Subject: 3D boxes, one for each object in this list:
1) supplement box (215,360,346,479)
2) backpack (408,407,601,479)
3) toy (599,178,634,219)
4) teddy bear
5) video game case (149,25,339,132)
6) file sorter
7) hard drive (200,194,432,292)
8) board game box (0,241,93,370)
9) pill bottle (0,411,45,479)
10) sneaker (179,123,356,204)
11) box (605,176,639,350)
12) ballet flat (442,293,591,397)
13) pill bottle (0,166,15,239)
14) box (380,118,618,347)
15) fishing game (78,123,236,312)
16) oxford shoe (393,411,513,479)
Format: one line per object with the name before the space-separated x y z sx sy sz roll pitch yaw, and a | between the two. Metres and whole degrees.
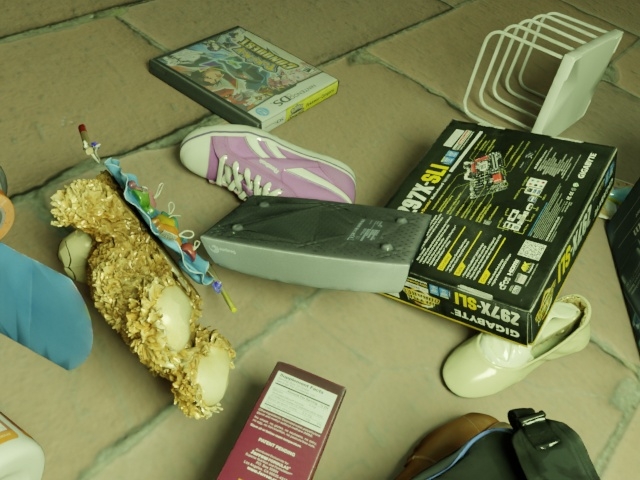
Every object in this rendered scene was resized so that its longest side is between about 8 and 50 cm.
supplement box | -0.048 0.229 0.611 0.080 0.104 0.188 21 43 8
backpack | 0.151 0.323 0.495 0.276 0.213 0.263 -24 47 -26
toy | 0.472 -0.110 1.128 0.237 0.056 0.137 18 42 4
teddy bear | -0.204 0.054 0.666 0.113 0.245 0.338 -37 60 -10
video game case | -0.143 -0.317 1.195 0.274 0.035 0.248 34 47 19
file sorter | 0.443 -0.334 1.241 0.173 0.193 0.277 35 43 25
hard drive | 0.000 0.000 0.774 0.254 0.054 0.172 7 25 17
board game box | -0.314 0.066 0.695 0.168 0.133 0.033 24 32 11
pill bottle | -0.372 0.179 0.568 0.216 0.121 0.121 30 46 17
sneaker | -0.086 -0.078 0.921 0.282 0.102 0.161 13 47 -1
box | 0.590 0.028 0.847 0.211 0.294 0.396 13 43 -1
ballet flat | 0.267 0.129 0.813 0.248 0.086 0.086 -17 52 -28
pill bottle | -0.500 -0.088 0.801 0.245 0.130 0.130 39 49 23
box | 0.233 -0.033 0.868 0.257 0.079 0.322 17 53 34
fishing game | -0.180 -0.028 0.721 0.041 0.264 0.189 -39 29 -5
oxford shoe | 0.119 0.254 0.671 0.212 0.076 0.076 -21 24 -29
